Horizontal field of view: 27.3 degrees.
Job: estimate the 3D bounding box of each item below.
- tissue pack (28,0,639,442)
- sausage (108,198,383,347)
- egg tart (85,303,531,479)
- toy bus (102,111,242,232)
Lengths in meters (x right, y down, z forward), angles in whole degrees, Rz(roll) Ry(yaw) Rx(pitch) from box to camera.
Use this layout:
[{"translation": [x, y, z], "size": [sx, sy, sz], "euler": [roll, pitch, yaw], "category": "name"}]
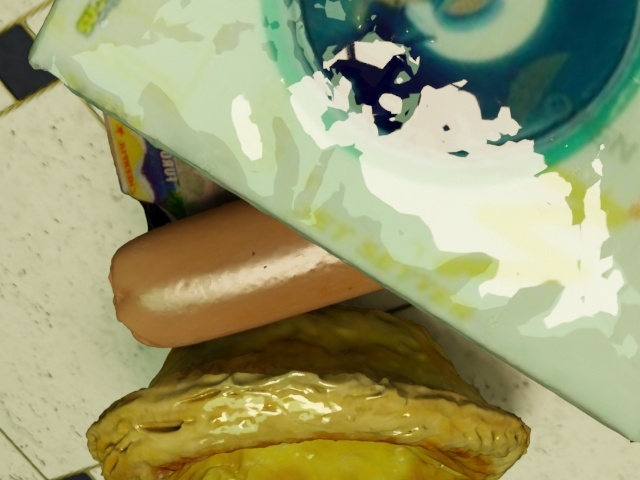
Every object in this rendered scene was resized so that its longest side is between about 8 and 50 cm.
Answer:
[{"translation": [0.082, -0.111, 0.705], "size": [0.388, 0.162, 0.287], "euler": [32, 103, -5], "category": "tissue pack"}, {"translation": [0.001, -0.001, 0.855], "size": [0.289, 0.086, 0.086], "euler": [-16, 121, 5], "category": "sausage"}, {"translation": [-0.008, 0.119, 0.953], "size": [0.319, 0.128, 0.319], "euler": [-2, 158, -1], "category": "egg tart"}, {"translation": [-0.089, -0.081, 0.891], "size": [0.112, 0.090, 0.274], "euler": [0, 127, 7], "category": "toy bus"}]
